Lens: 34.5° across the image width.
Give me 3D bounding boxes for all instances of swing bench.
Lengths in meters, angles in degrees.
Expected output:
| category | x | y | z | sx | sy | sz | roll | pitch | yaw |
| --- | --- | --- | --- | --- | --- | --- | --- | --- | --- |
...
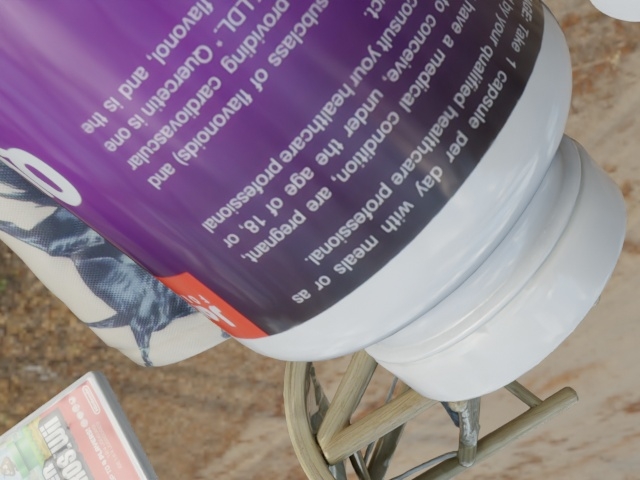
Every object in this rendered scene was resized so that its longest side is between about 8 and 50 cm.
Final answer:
| category | x | y | z | sx | sy | sz | roll | pitch | yaw |
| --- | --- | --- | --- | --- | --- | --- | --- | --- | --- |
| swing bench | 0.083 | 0.136 | 0.854 | 0.254 | 0.165 | 0.253 | -46 | 156 | -15 |

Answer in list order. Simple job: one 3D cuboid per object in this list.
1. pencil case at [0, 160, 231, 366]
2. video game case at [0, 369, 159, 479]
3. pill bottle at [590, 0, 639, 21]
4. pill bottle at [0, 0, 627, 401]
| category | x | y | z | sx | sy | sz | roll | pitch | yaw |
| --- | --- | --- | --- | --- | --- | --- | --- | --- | --- |
| pencil case | -0.185 | -0.084 | 0.691 | 0.160 | 0.183 | 0.410 | -35 | 119 | 11 |
| video game case | -0.315 | 0.308 | 1.177 | 0.285 | 0.204 | 0.025 | -36 | 164 | 15 |
| pill bottle | 0.468 | -0.454 | 1.460 | 0.152 | 0.272 | 0.152 | 18 | 163 | 6 |
| pill bottle | -0.035 | -0.078 | 0.386 | 0.323 | 0.181 | 0.181 | 40 | 134 | -20 |
